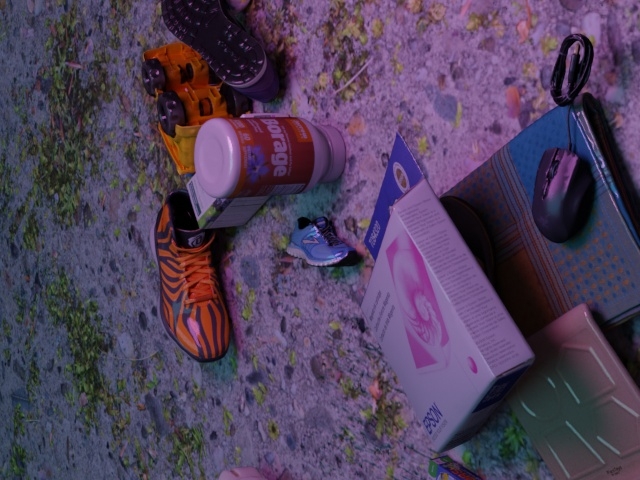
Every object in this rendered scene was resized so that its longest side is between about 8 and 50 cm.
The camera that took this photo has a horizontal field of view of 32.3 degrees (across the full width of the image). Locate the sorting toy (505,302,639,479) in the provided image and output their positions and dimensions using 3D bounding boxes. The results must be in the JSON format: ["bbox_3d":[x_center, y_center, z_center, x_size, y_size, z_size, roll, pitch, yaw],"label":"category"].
[{"bbox_3d":[0.311,0.199,1.314,0.193,0.038,0.208,-45,68,50],"label":"sorting toy"}]

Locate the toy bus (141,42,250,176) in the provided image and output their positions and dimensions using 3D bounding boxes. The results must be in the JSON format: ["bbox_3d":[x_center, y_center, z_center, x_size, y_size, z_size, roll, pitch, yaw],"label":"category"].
[{"bbox_3d":[-0.229,-0.217,1.981,0.211,0.149,0.220,101,147,-48],"label":"toy bus"}]

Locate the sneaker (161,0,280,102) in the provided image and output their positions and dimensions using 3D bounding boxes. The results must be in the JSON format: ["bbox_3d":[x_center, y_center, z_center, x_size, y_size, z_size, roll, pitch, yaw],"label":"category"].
[{"bbox_3d":[-0.168,-0.333,1.860,0.107,0.124,0.283,-38,63,6],"label":"sneaker"}]

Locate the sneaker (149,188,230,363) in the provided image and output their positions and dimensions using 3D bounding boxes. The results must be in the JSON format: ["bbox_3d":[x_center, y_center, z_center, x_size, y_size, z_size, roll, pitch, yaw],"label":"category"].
[{"bbox_3d":[-0.235,0.053,1.988,0.180,0.124,0.321,118,134,-59],"label":"sneaker"}]

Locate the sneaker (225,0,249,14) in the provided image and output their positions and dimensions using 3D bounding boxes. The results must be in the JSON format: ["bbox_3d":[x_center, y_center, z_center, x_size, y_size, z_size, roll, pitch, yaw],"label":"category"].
[{"bbox_3d":[-0.160,-0.491,1.841,0.091,0.126,0.240,49,131,40],"label":"sneaker"}]

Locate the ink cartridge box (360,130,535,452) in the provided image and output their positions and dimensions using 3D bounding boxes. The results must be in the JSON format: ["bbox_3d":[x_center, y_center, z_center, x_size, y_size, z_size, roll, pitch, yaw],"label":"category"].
[{"bbox_3d":[0.127,0.078,1.419,0.330,0.071,0.324,60,163,21],"label":"ink cartridge box"}]

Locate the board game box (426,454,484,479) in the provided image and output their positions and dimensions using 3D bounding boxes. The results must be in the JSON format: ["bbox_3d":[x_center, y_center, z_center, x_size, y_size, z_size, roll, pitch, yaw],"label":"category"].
[{"bbox_3d":[0.194,0.419,1.532,0.136,0.035,0.201,25,114,51],"label":"board game box"}]

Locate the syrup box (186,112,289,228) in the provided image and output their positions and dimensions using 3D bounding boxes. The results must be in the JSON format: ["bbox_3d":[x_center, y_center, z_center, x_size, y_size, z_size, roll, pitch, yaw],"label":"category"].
[{"bbox_3d":[-0.131,-0.116,1.873,0.237,0.096,0.093,-44,59,49],"label":"syrup box"}]

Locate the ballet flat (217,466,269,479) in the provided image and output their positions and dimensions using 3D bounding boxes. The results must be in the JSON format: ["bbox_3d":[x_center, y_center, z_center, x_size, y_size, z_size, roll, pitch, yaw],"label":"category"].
[{"bbox_3d":[-0.165,0.508,1.969,0.483,0.164,0.182,-49,35,47],"label":"ballet flat"}]

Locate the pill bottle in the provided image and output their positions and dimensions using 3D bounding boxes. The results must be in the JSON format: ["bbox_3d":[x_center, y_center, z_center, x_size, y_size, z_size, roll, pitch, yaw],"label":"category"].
[{"bbox_3d":[-0.073,-0.129,1.685,0.121,0.216,0.121,11,104,53],"label":"pill bottle"}]

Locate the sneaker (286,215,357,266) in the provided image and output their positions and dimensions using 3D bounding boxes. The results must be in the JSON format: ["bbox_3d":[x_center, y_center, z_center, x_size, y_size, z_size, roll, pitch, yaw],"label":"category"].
[{"bbox_3d":[0.000,0.000,1.732,0.162,0.063,0.073,19,106,52],"label":"sneaker"}]

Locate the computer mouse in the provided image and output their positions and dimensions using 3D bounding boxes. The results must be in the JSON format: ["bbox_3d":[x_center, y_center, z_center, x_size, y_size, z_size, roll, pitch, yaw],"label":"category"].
[{"bbox_3d":[0.277,-0.115,1.270,0.071,0.041,0.242,16,107,56],"label":"computer mouse"}]

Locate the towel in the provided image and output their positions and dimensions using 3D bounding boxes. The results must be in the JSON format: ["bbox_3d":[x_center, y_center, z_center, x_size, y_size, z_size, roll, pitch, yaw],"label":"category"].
[{"bbox_3d":[0.258,0.016,1.391,0.370,0.040,0.272,-41,60,51],"label":"towel"}]

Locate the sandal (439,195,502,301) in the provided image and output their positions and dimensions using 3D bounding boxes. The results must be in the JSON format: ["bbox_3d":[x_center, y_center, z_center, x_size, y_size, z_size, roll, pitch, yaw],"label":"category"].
[{"bbox_3d":[0.181,0.046,1.421,0.090,0.060,0.219,-26,71,55],"label":"sandal"}]
